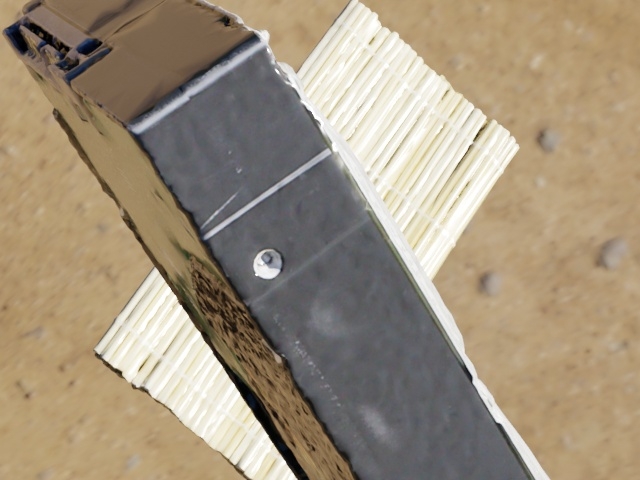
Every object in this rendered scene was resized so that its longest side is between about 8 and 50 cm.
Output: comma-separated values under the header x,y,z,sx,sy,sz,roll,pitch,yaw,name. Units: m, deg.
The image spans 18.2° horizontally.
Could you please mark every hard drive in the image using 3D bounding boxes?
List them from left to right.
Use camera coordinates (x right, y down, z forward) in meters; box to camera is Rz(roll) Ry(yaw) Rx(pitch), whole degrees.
x,y,z,sx,sy,sz,roll,pitch,yaw,name
0.007,0.052,0.794,0.064,0.237,0.339,-36,112,-8,hard drive

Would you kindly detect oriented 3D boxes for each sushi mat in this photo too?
x,y,z,sx,sy,sz,roll,pitch,yaw,name
0.000,0.000,1.251,0.151,0.019,0.316,39,61,-8,sushi mat
